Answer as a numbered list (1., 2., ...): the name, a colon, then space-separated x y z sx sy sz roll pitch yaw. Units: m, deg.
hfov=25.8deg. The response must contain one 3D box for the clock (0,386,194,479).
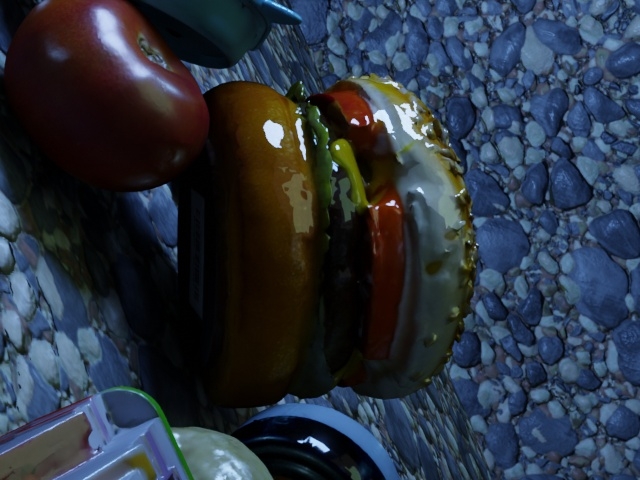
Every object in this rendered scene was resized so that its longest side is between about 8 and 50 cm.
1. clock: -0.138 0.225 0.731 0.309 0.166 0.235 -42 108 -86

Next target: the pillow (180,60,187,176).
1. pillow: -0.160 -0.138 1.667 0.229 0.050 0.148 67 7 22

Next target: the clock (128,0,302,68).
1. clock: -0.153 -0.244 1.339 0.274 0.094 0.223 20 -8 40

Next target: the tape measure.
1. tape measure: -0.019 0.233 1.202 0.182 0.181 0.107 65 23 -9

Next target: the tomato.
1. tomato: -0.192 -0.128 1.239 0.195 0.136 0.195 47 15 -16

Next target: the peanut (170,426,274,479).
1. peanut: -0.063 0.283 1.043 0.147 0.148 0.319 50 14 -52

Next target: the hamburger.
1. hamburger: 0.000 0.000 1.352 0.330 0.250 0.330 180 -90 -75
